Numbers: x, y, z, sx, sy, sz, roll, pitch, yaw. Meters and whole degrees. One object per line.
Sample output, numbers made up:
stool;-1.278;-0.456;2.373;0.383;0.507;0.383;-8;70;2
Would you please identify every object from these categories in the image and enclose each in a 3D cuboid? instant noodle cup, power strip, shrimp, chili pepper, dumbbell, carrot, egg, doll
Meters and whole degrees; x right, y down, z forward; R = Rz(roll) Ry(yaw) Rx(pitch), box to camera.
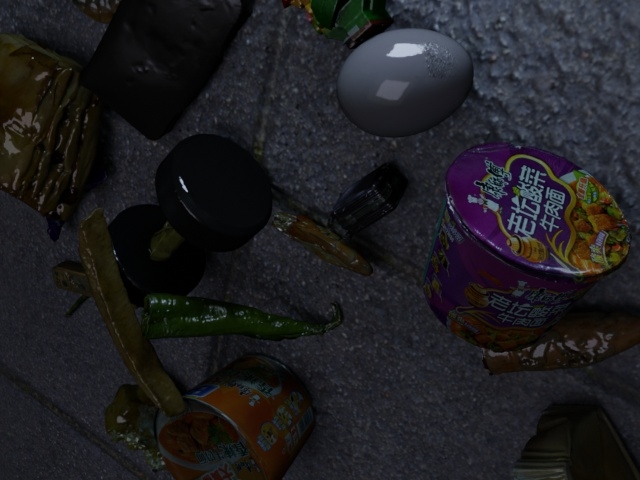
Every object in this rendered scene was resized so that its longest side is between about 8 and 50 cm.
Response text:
instant noodle cup;-0.158;0.381;1.476;0.296;0.214;0.296;16;121;27
power strip;-0.513;0.100;1.680;0.305;0.044;0.064;11;120;30
shrimp;0.001;-0.002;1.246;0.217;0.051;0.115;31;169;29
chili pepper;-0.140;0.141;1.328;0.076;0.359;0.085;-153;68;-71
dumbbell;-0.251;-0.027;1.331;0.204;0.204;0.322;52;131;0
carrot;0.363;0.141;1.081;0.263;0.102;0.102;-14;106;35
instant noodle cup;0.259;0.019;1.000;0.251;0.251;0.190;33;138;16
egg;0.115;-0.218;1.018;0.198;0.146;0.146;-3;112;28
shrimp;-0.418;-0.492;1.303;0.217;0.051;0.150;45;128;-4
doll;0.025;-0.355;1.033;0.186;0.106;0.134;31;122;18

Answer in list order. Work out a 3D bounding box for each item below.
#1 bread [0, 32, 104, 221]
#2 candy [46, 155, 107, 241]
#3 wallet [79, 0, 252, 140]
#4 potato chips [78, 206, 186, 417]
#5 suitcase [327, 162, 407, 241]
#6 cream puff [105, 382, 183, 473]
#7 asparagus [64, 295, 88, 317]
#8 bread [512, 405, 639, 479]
bread;-0.583;-0.220;1.440;0.277;0.167;0.325;27;110;21
candy;-0.550;-0.121;1.574;0.275;0.070;0.145;-39;82;38
wallet;-0.269;-0.339;1.260;0.197;0.051;0.377;39;130;-7
potato chips;-0.349;0.139;1.313;0.080;0.057;0.407;-6;109;44
suitcase;0.077;-0.063;1.168;0.059;0.086;0.126;45;132;-14
cream puff;-0.390;0.418;1.696;0.221;0.195;0.194;44;131;-9
asparagus;-0.594;0.159;1.785;0.127;0.018;0.015;-37;65;40
bread;0.392;0.375;1.115;0.110;0.192;0.210;-28;97;43
